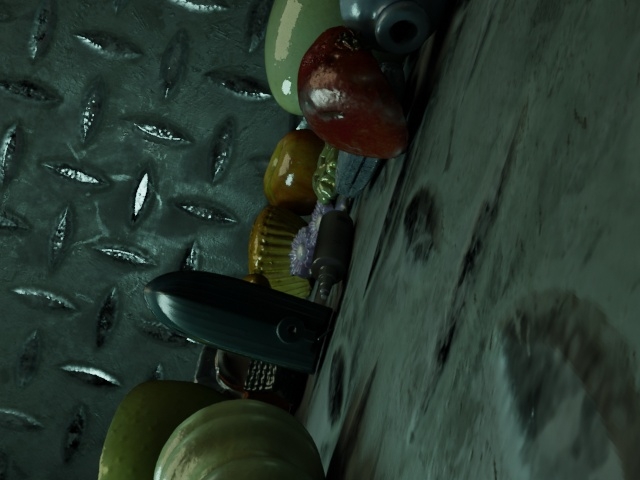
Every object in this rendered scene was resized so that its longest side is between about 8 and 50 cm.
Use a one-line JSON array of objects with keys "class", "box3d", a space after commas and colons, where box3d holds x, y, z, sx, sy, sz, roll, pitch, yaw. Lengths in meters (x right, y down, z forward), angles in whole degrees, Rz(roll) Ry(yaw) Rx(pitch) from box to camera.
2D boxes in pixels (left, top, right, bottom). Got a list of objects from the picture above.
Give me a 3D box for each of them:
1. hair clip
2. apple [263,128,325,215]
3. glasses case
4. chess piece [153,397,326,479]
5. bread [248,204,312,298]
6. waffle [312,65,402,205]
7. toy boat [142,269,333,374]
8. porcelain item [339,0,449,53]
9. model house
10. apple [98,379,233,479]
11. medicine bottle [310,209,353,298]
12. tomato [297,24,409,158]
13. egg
[{"class": "hair clip", "box3d": [0.000, 0.000, 1.799, 0.292, 0.084, 0.106, 119, 150, -52]}, {"class": "apple", "box3d": [-0.034, -0.154, 2.209, 0.235, 0.173, 0.210, -132, 64, -76]}, {"class": "glasses case", "box3d": [0.071, -0.157, 1.379, 0.282, 0.067, 0.109, 111, 172, -66]}, {"class": "chess piece", "box3d": [-0.062, 0.263, 0.860, 0.330, 0.182, 0.182, -170, 96, -80]}, {"class": "bread", "box3d": [-0.085, 0.031, 2.123, 0.240, 0.139, 0.240, -5, -90, -81]}, {"class": "waffle", "box3d": [0.059, -0.210, 1.650, 0.292, 0.056, 0.309, -102, 35, -76]}, {"class": "toy boat", "box3d": [-0.131, 0.117, 1.444, 0.122, 0.296, 0.114, 109, 177, -81]}, {"class": "porcelain item", "box3d": [0.087, -0.338, 1.199, 0.259, 0.141, 0.141, -98, 20, -45]}, {"class": "model house", "box3d": [-0.110, 0.183, 1.653, 0.301, 0.190, 0.271, 114, 173, -57]}, {"class": "apple", "box3d": [-0.219, 0.400, 1.508, 0.320, 0.311, 0.360, -58, 4, 28]}, {"class": "medicine bottle", "box3d": [0.016, 0.028, 1.475, 0.199, 0.057, 0.058, -80, 7, -53]}, {"class": "tomato", "box3d": [0.027, -0.170, 1.171, 0.173, 0.099, 0.189, 76, 167, -47]}, {"class": "egg", "box3d": [0.027, -0.318, 1.407, 0.295, 0.218, 0.218, -55, 2, -5]}]
